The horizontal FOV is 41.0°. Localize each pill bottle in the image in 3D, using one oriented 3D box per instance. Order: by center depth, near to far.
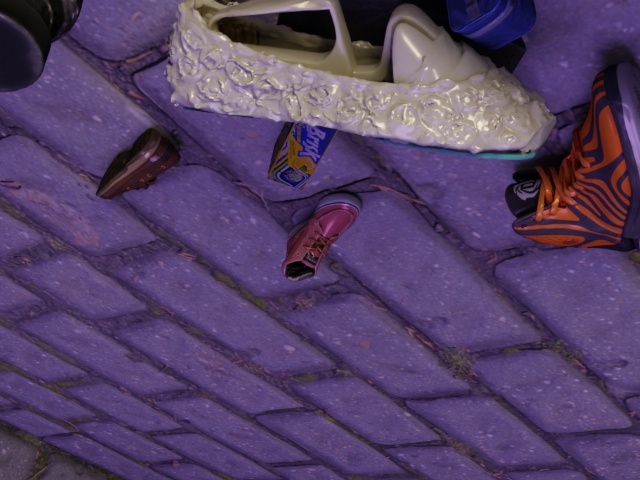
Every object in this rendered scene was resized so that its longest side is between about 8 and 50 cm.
[{"bbox_3d":[-0.235,-0.226,0.651,0.122,0.219,0.123,2,150,1],"label":"pill bottle"}]

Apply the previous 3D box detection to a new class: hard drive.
[{"bbox_3d":[0.077,-0.210,0.936,0.254,0.054,0.172,16,148,-4],"label":"hard drive"}]

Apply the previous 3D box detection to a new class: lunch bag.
[{"bbox_3d":[0.159,-0.241,0.821,0.065,0.099,0.067,15,152,-41],"label":"lunch bag"}]

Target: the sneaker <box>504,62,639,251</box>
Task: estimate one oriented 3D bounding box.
[{"bbox_3d":[0.302,-0.072,1.008,0.180,0.125,0.321,-3,145,22],"label":"sneaker"}]

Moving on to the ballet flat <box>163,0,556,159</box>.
[{"bbox_3d":[0.032,-0.171,0.845,0.408,0.147,0.147,9,148,10],"label":"ballet flat"}]

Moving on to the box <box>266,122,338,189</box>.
[{"bbox_3d":[-0.017,-0.135,1.085,0.054,0.059,0.169,17,149,-11],"label":"box"}]

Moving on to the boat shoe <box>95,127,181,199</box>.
[{"bbox_3d":[-0.265,-0.097,1.232,0.060,0.064,0.178,33,140,-27],"label":"boat shoe"}]

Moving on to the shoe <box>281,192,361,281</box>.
[{"bbox_3d":[0.000,0.000,1.272,0.063,0.081,0.178,26,146,-20],"label":"shoe"}]
